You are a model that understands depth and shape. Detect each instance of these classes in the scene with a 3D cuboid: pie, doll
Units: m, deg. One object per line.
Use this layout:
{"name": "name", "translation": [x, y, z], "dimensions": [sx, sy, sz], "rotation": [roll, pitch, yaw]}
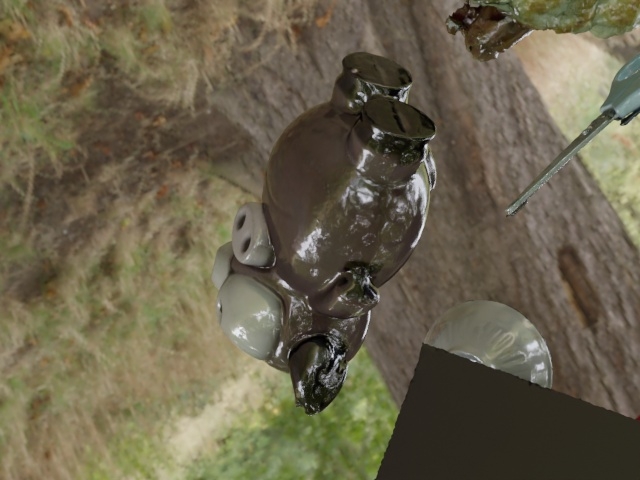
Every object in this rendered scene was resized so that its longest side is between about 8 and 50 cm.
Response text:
{"name": "pie", "translation": [0.266, -0.350, 1.102], "dimensions": [0.274, 0.257, 0.105], "rotation": [-10, -177, 4]}
{"name": "doll", "translation": [0.002, -0.001, 0.705], "dimensions": [0.117, 0.182, 0.257], "rotation": [14, 128, -23]}

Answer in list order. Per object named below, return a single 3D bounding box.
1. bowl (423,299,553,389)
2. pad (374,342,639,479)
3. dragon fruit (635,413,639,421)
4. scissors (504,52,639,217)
{"name": "bowl", "translation": [0.204, 0.177, 1.280], "dimensions": [0.189, 0.189, 0.086], "rotation": [-40, 166, 28]}
{"name": "pad", "translation": [0.168, 0.224, 0.480], "dimensions": [0.007, 0.367, 0.248], "rotation": [26, 83, -58]}
{"name": "dragon fruit", "translation": [0.522, 0.235, 1.054], "dimensions": [0.370, 0.387, 0.249], "rotation": [-5, -177, 15]}
{"name": "scissors", "translation": [0.377, -0.155, 1.298], "dimensions": [0.360, 0.029, 0.191], "rotation": [-45, -168, -3]}
